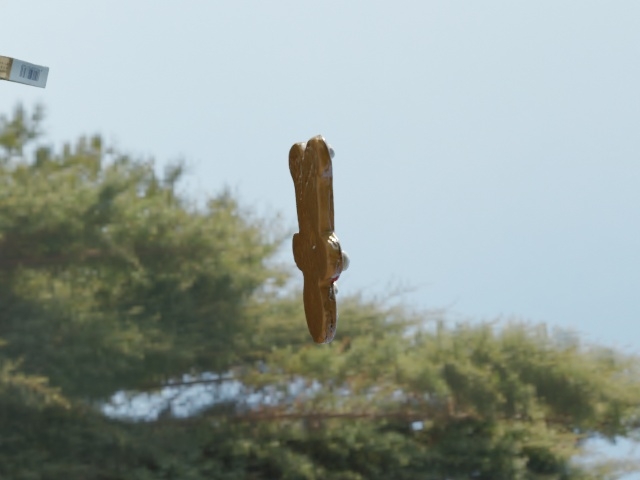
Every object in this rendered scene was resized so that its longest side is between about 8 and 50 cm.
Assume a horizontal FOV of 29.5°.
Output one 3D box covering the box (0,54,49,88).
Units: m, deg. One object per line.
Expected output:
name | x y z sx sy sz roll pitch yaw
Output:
box | -0.313 -0.168 1.184 0.083 0.054 0.024 14 -85 28

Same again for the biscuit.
biscuit | 0.000 0.000 1.994 0.216 0.047 0.340 -177 -98 -75
